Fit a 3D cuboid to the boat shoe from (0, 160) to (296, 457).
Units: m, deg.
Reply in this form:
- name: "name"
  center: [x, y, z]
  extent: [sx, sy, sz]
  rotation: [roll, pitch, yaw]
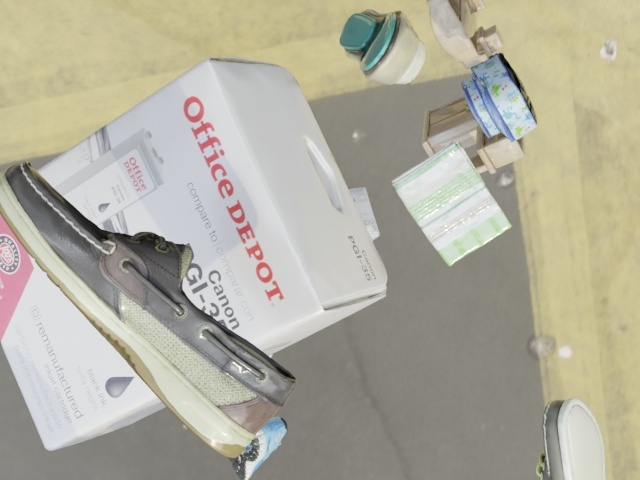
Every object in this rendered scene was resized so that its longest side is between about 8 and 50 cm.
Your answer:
- name: "boat shoe"
  center: [-0.105, 0.031, 0.660]
  extent: [0.073, 0.080, 0.223]
  rotation: [-42, 93, -4]

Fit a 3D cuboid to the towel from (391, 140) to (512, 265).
- name: "towel"
  center: [0.186, -0.052, 1.540]
  extent: [0.113, 0.023, 0.152]
  rotation: [-32, 102, 13]

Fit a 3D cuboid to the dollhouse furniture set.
- name: "dollhouse furniture set"
  center: [0.182, -0.312, 1.790]
  extent: [0.174, 0.303, 0.355]
  rotation: [-23, 121, 23]

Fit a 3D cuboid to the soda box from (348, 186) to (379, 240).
- name: "soda box"
  center: [0.000, 0.000, 1.521]
  extent: [0.216, 0.069, 0.074]
  rotation: [-40, 63, 59]

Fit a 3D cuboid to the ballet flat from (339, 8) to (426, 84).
- name: "ballet flat"
  center: [0.084, -0.225, 1.271]
  extent: [0.086, 0.248, 0.086]
  rotation: [-2, 110, -7]

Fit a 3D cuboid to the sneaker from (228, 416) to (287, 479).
- name: "sneaker"
  center: [-0.085, 0.288, 1.517]
  extent: [0.063, 0.073, 0.162]
  rotation: [61, 151, 12]

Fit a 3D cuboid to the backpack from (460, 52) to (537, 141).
- name: "backpack"
  center: [0.258, -0.196, 1.557]
  extent: [0.084, 0.114, 0.105]
  rotation: [-31, 126, 11]

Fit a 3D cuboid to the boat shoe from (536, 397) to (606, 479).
- name: "boat shoe"
  center: [0.364, 0.351, 1.582]
  extent: [0.091, 0.109, 0.305]
  rotation: [6, 128, 41]

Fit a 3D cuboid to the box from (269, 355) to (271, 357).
- name: "box"
  center: [-0.199, 0.049, 1.444]
  extent: [0.232, 0.322, 0.058]
  rotation: [24, 91, -23]

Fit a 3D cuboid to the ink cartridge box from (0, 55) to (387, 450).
- name: "ink cartridge box"
  center: [-0.121, 0.012, 0.848]
  extent: [0.283, 0.117, 0.207]
  rotation: [-29, 81, 26]
